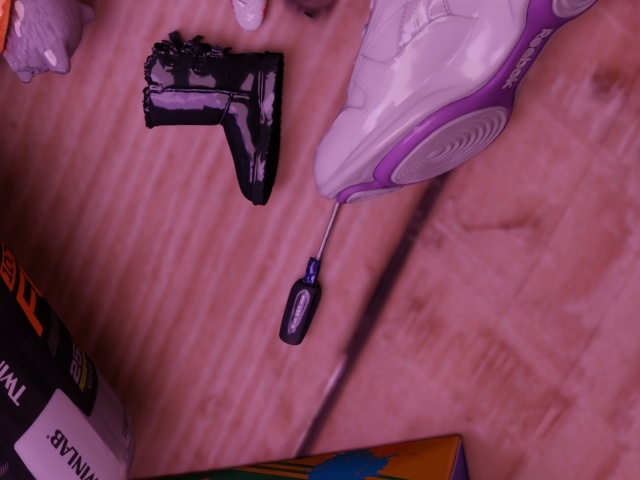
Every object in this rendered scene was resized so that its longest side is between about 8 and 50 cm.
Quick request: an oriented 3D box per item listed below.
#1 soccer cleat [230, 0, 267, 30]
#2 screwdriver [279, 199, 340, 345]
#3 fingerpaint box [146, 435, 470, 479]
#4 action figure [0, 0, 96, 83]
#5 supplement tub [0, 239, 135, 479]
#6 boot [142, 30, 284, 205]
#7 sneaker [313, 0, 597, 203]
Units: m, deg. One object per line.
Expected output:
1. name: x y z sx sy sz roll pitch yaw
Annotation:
1. soccer cleat: -0.052 -0.189 1.038 0.029 0.035 0.083 7 108 10
2. screwdriver: 0.000 0.000 1.098 0.025 0.024 0.169 25 107 35
3. fingerpaint box: -0.025 0.408 1.151 0.371 0.163 0.444 -10 105 15
4. action figure: -0.326 -0.143 1.029 0.330 0.178 0.341 4 114 1
5. supplement tub: -0.297 0.078 1.037 0.207 0.207 0.338 -20 123 18
6. boot: -0.080 -0.089 1.071 0.099 0.045 0.121 6 101 8
7. sneaker: 0.084 -0.154 0.998 0.305 0.114 0.152 -50 62 28
